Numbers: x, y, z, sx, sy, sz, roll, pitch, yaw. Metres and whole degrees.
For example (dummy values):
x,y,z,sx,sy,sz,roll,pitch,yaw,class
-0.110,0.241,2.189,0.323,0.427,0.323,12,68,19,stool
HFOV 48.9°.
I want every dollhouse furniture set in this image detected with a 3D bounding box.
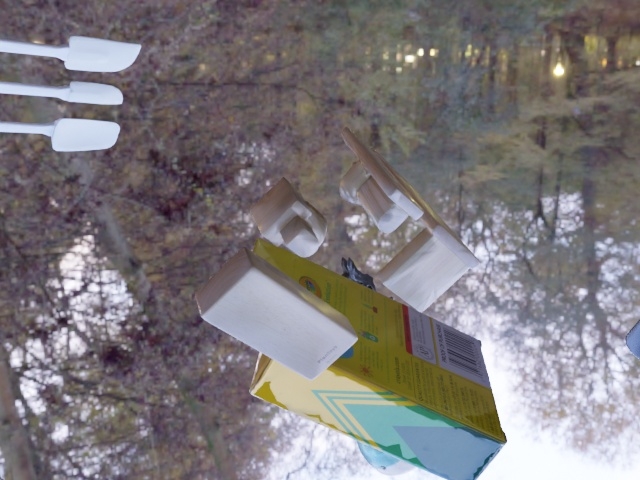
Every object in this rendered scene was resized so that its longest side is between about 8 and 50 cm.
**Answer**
x,y,z,sx,sy,sz,roll,pitch,yaw,class
0.000,0.000,0.533,0.144,0.151,0.123,38,-166,-37,dollhouse furniture set

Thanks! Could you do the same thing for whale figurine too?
x,y,z,sx,sy,sz,roll,pitch,yaw,class
0.170,0.339,1.432,0.216,0.141,0.272,-34,-164,51,whale figurine

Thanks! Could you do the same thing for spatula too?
x,y,z,sx,sy,sz,roll,pitch,yaw,class
-0.346,-0.173,0.829,0.242,0.168,0.019,-4,-127,-36,spatula

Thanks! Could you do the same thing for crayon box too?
x,y,z,sx,sy,sz,roll,pitch,yaw,class
0.043,0.131,0.811,0.318,0.081,0.202,26,-156,-8,crayon box

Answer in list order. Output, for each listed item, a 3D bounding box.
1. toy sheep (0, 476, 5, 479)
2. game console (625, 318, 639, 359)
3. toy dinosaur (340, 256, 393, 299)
x,y,z,sx,sy,sz,roll,pitch,yaw,class
-0.224,0.177,0.429,0.091,0.091,0.132,6,180,18,toy sheep
0.528,0.176,0.857,0.293,0.173,0.250,39,-160,23,game console
0.025,0.173,1.327,0.322,0.218,0.164,41,162,7,toy dinosaur
